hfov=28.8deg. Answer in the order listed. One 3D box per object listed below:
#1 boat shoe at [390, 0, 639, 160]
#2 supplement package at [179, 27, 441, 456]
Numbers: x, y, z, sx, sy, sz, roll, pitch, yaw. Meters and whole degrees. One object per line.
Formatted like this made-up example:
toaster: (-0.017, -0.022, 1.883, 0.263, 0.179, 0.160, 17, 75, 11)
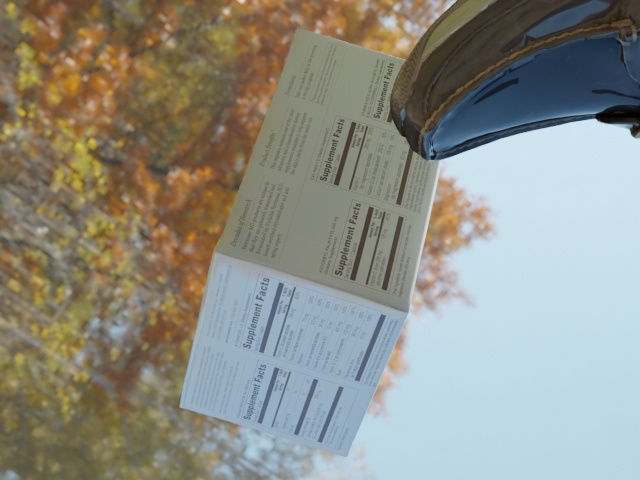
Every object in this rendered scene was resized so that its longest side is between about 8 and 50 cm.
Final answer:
boat shoe: (0.215, -0.124, 0.726, 0.355, 0.132, 0.130, -25, -110, 1)
supplement package: (0.000, 0.000, 1.009, 0.204, 0.145, 0.261, 108, -1, -48)
